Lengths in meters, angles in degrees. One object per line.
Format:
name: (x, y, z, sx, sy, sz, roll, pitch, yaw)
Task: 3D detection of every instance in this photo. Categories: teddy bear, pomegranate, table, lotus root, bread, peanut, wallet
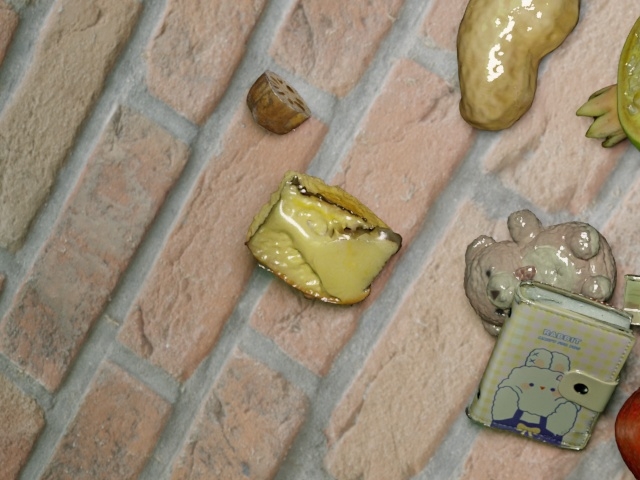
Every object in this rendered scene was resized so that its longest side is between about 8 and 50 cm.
teddy bear: (0.381, 0.059, 1.856, 0.267, 0.151, 0.236, -13, 92, 16)
pomegranate: (0.611, -0.238, 1.737, 0.358, 0.216, 0.310, -25, 56, 52)
table: (0.563, 0.105, 1.829, 0.079, 0.062, 0.083, 7, 93, 21)
lotus root: (-0.081, -0.263, 2.053, 0.081, 0.112, 0.122, -50, 42, 24)
bread: (0.000, 0.000, 2.001, 0.262, 0.162, 0.204, 33, 102, -6)
peanut: (0.347, -0.379, 1.856, 0.192, 0.169, 0.387, 23, 102, 15)
wallet: (0.395, 0.223, 1.819, 0.223, 0.077, 0.309, 16, 129, 5)

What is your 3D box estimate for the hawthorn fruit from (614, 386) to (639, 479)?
hawthorn fruit: (0.635, 0.341, 1.716, 0.254, 0.254, 0.300, -40, 86, 17)
